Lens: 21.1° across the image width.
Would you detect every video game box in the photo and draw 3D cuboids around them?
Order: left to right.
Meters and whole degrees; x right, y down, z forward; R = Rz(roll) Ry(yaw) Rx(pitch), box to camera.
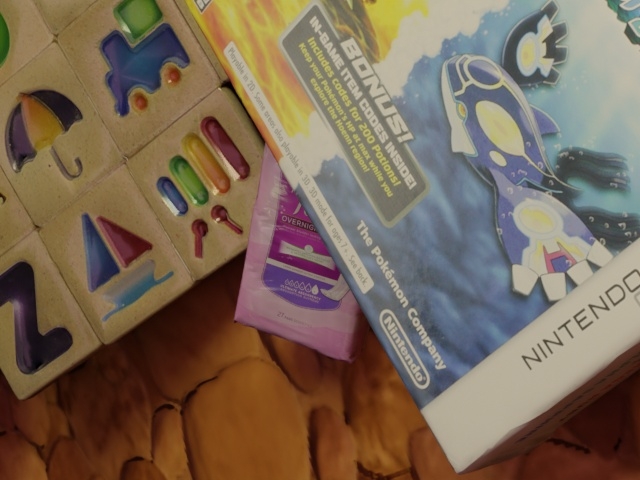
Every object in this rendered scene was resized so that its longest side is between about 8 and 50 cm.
[{"bbox_3d":[0.060,-0.061,0.517,0.187,0.048,0.205,-43,69,35],"label":"video game box"}]

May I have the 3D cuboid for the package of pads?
[{"bbox_3d":[0.000,0.000,0.625,0.050,0.032,0.083,18,120,10],"label":"package of pads"}]

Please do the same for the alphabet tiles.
[{"bbox_3d":[-0.153,-0.117,0.709,0.285,0.011,0.342,-34,83,32],"label":"alphabet tiles"}]
